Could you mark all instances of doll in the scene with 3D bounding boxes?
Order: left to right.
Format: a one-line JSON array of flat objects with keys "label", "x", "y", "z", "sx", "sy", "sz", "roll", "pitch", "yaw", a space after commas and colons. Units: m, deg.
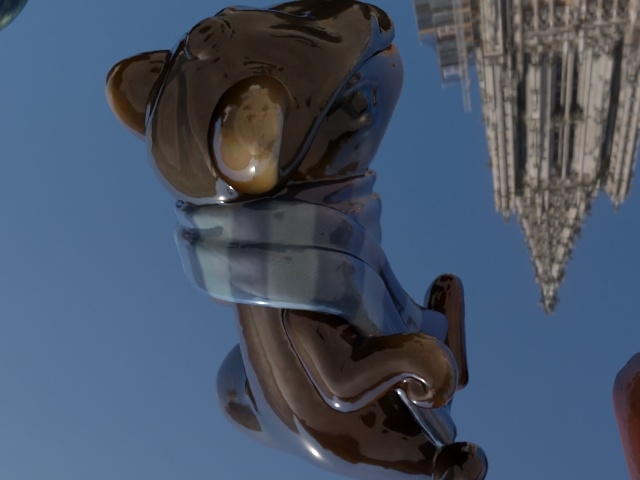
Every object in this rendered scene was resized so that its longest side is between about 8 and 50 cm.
[{"label": "doll", "x": 0.004, "y": -0.001, "z": 0.612, "sx": 0.209, "sy": 0.340, "sz": 0.318, "roll": -26, "pitch": -159, "yaw": -19}]

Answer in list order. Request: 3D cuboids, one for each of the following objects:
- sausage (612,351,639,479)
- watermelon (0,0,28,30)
[{"label": "sausage", "x": 0.297, "y": 0.226, "z": 0.672, "sx": 0.083, "sy": 0.089, "sz": 0.300, "roll": -4, "pitch": -108, "yaw": -32}, {"label": "watermelon", "x": -0.503, "y": -0.381, "z": 1.119, "sx": 0.285, "sy": 0.285, "sz": 0.285, "roll": -6, "pitch": -120, "yaw": 10}]
